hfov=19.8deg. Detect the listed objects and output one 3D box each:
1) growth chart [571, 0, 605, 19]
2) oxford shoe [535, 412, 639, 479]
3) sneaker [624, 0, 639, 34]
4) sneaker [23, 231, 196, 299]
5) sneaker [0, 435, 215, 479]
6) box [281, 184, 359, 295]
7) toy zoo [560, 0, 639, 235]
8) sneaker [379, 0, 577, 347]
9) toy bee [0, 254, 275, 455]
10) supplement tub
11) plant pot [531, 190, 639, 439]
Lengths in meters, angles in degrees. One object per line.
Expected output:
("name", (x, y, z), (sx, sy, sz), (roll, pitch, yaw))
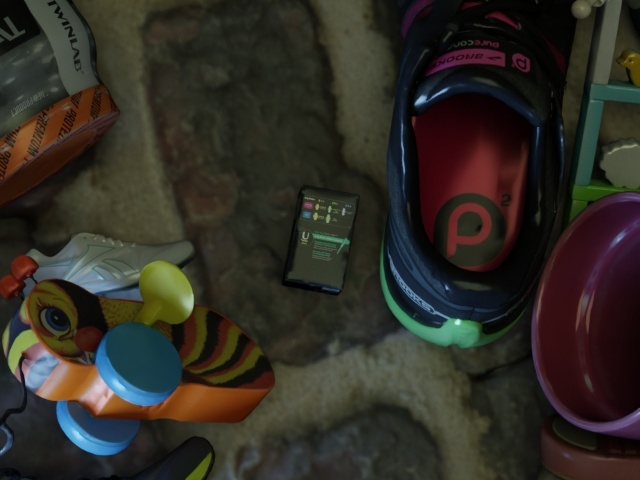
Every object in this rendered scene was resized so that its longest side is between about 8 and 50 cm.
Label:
("growth chart", (0.184, -0.303, 1.495), (0.172, 0.021, 0.237), (-35, 87, -34))
("oxford shoe", (0.345, 0.229, 1.556), (0.348, 0.123, 0.130), (8, 108, -4))
("sneaker", (0.416, -0.256, 1.608), (0.319, 0.112, 0.131), (-33, 103, -2))
("sneaker", (-0.181, 0.017, 1.543), (0.152, 0.054, 0.061), (-15, 83, -6))
("sneaker", (-0.226, 0.227, 1.492), (0.300, 0.111, 0.121), (-27, 83, -10))
("box", (0.000, 0.000, 1.556), (0.052, 0.062, 0.083), (10, 83, -3))
("toy zoo", (0.318, -0.116, 1.556), (0.192, 0.030, 0.293), (6, 107, -5))
("sneaker", (0.142, -0.155, 1.514), (0.185, 0.202, 0.483), (0, 84, -6))
("toy bee", (-0.179, 0.077, 1.462), (0.195, 0.298, 0.162), (-37, 65, 20))
("supplement tub", (-0.313, -0.187, 1.481), (0.193, 0.193, 0.316), (-37, 89, -8))
("plant pot", (0.305, 0.071, 1.510), (0.180, 0.201, 0.201), (12, 83, -30))
